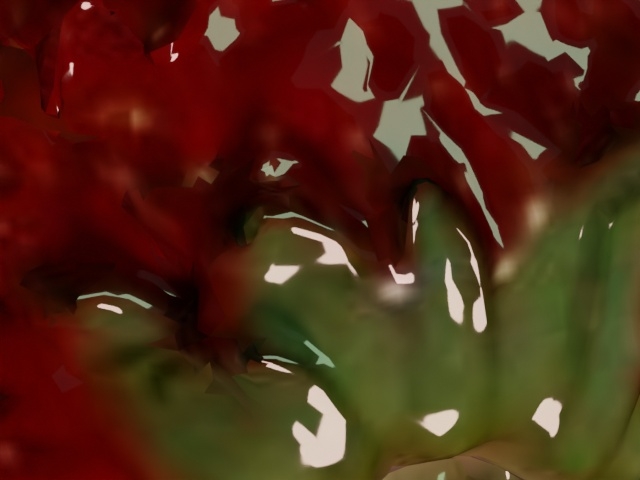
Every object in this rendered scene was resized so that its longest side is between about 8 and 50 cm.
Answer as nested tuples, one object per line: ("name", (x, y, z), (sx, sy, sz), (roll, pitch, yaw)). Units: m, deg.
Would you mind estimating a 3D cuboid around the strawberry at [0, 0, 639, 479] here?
("strawberry", (0.000, 0.000, 0.454), (0.257, 0.257, 0.277), (29, 15, -25))
